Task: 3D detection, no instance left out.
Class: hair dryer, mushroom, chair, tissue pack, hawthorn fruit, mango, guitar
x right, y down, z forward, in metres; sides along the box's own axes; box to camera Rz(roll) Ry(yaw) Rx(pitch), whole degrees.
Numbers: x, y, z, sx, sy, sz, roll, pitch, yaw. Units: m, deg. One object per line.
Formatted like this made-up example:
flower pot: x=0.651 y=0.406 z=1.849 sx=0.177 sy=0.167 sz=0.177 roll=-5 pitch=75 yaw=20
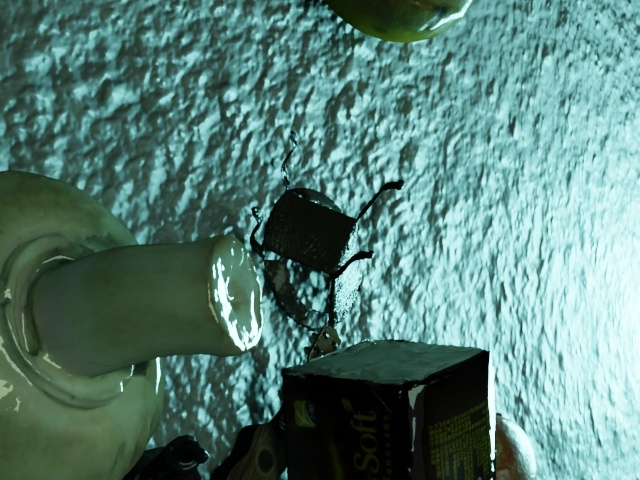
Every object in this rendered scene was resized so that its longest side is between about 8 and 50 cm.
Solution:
hair dryer: x=-0.181 y=0.238 z=1.500 sx=0.235 sy=0.272 sz=0.091 roll=-30 pitch=79 yaw=-38
mushroom: x=-0.242 y=0.084 z=1.436 sx=0.356 sy=0.315 sz=0.315 roll=-14 pitch=98 yaw=-14
chair: x=0.000 y=0.000 z=1.861 sx=0.213 sy=0.149 sz=0.174 roll=102 pitch=9 yaw=-56
tissue pack: x=0.091 y=0.313 z=1.807 sx=0.210 sy=0.198 sz=0.370 roll=-14 pitch=104 yaw=-56
hawthorn fruit: x=0.200 y=0.291 z=2.005 sx=0.169 sy=0.169 sz=0.188 roll=49 pitch=52 yaw=-34
mango: x=0.050 y=-0.367 z=1.916 sx=0.329 sy=0.175 sz=0.176 roll=35 pitch=34 yaw=-20
guitar: x=-0.047 y=0.207 z=1.812 sx=0.084 sy=0.038 sz=0.271 roll=52 pitch=51 yaw=-33
